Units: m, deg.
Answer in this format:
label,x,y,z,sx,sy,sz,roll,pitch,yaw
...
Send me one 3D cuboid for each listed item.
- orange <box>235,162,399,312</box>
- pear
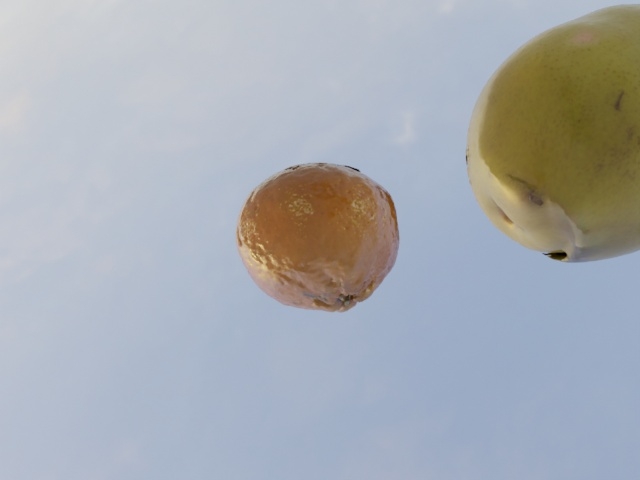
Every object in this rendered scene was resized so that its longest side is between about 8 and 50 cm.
label,x,y,z,sx,sy,sz,roll,pitch,yaw
orange,-0.001,-0.001,0.805,0.136,0.135,0.117,-18,-137,6
pear,0.331,-0.134,1.175,0.336,0.285,0.285,-56,-135,7
